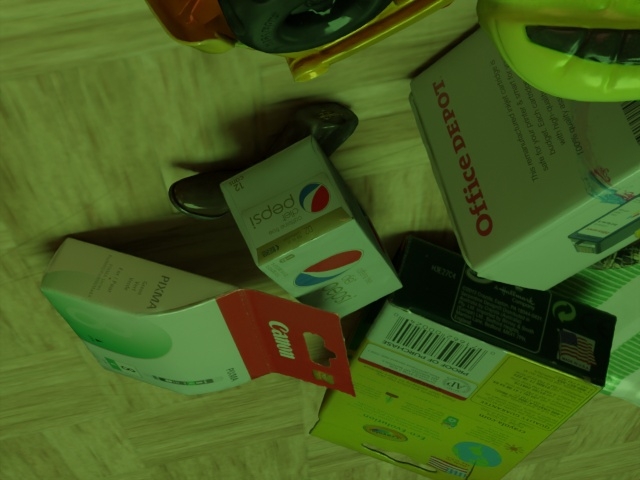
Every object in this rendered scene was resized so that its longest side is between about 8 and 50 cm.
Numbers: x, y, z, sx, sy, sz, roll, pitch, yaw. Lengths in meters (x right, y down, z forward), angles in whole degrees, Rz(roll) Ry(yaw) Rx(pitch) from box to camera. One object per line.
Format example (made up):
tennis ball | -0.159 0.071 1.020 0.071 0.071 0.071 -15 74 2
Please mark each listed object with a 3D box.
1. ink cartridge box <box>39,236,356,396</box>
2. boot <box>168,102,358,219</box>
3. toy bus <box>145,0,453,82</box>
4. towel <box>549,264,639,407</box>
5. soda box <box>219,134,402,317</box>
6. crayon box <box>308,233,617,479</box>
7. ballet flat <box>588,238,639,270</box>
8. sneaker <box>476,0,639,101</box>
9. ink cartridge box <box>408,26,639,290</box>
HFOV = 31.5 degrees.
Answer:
ink cartridge box | -0.091 0.083 0.905 0.225 0.056 0.181 17 156 14
boot | -0.039 -0.058 0.789 0.106 0.037 0.114 -9 159 -38
toy bus | 0.040 -0.168 0.522 0.220 0.149 0.211 -26 164 18
towel | 0.288 0.081 1.046 0.325 0.038 0.248 24 145 -6
soda box | 0.000 0.000 0.835 0.074 0.069 0.216 -27 161 5
crayon box | 0.121 0.135 1.095 0.202 0.081 0.318 22 147 -3
ballet flat | 0.357 -0.088 0.756 0.182 0.164 0.483 -8 173 -44
sneaker | 0.210 -0.111 0.487 0.295 0.109 0.123 0 -169 -6
ink cartridge box | 0.174 -0.085 0.710 0.212 0.154 0.093 -34 148 33
